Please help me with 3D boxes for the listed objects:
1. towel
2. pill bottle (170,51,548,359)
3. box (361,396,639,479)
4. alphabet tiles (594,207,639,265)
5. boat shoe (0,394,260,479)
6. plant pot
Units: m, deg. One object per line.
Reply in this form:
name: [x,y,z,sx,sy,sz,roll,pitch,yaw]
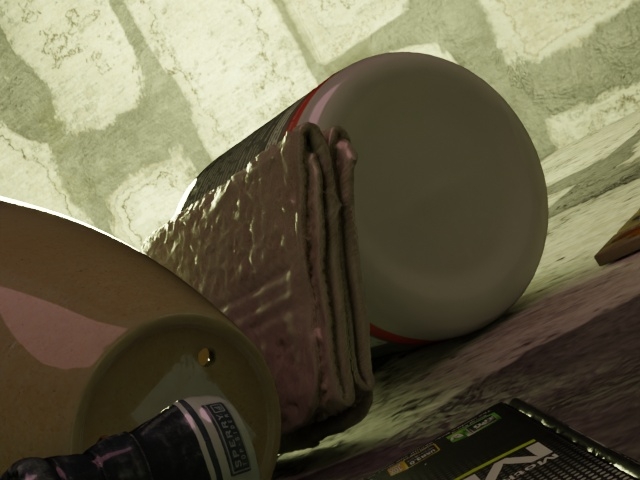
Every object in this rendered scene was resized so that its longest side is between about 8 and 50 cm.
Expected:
towel: [-0.050,0.050,0.839,0.049,0.187,0.282,4,-17,-30]
pill bottle: [0.000,0.000,1.026,0.210,0.210,0.363,-30,3,-29]
box: [0.004,0.118,0.374,0.190,0.045,0.184,-29,-1,-2]
alphabet tiles: [0.350,-0.071,0.896,0.285,0.011,0.342,-27,3,33]
boat shoe: [-0.088,0.118,0.492,0.083,0.065,0.183,-12,-29,-26]
plant pot: [-0.152,0.096,0.741,0.256,0.256,0.274,-30,18,-35]
